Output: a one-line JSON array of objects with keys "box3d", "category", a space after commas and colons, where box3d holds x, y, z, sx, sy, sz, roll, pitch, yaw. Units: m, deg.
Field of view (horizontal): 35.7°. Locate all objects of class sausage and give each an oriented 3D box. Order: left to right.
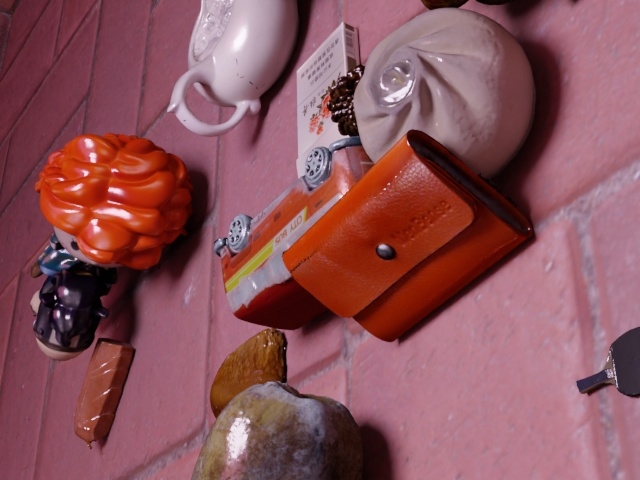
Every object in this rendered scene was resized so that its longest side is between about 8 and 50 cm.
[{"box3d": [-0.347, 0.242, 1.570, 0.065, 0.065, 0.169, 16, 88, 61], "category": "sausage"}]

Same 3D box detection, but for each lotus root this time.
[{"box3d": [-0.056, 0.292, 0.939, 0.140, 0.158, 0.322, 26, 102, 58], "category": "lotus root"}]

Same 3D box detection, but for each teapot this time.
[{"box3d": [-0.124, -0.280, 1.394, 0.208, 0.166, 0.299, -13, 52, 44], "category": "teapot"}]

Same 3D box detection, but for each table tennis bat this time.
[{"box3d": [0.221, 0.093, 0.724, 0.083, 0.007, 0.050, -39, 43, 43], "category": "table tennis bat"}]

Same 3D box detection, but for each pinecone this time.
[{"box3d": [0.044, -0.156, 1.106, 0.077, 0.077, 0.083, -52, 24, 32], "category": "pinecone"}]

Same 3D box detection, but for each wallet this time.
[{"box3d": [0.073, 0.004, 0.901, 0.204, 0.142, 0.045, -43, 13, 41], "category": "wallet"}]

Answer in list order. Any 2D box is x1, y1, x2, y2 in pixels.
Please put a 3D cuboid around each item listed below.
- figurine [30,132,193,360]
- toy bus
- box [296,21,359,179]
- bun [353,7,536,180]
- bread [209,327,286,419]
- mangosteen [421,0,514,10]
[{"box3d": [-0.354, 0.000, 1.552, 0.411, 0.241, 0.306, -56, 10, 28], "category": "figurine"}, {"box3d": [0.000, 0.000, 1.055, 0.265, 0.121, 0.119, -37, 48, 43], "category": "toy bus"}, {"box3d": [0.010, -0.162, 1.214, 0.109, 0.029, 0.198, -40, 41, 44], "category": "box"}, {"box3d": [0.102, -0.129, 0.900, 0.173, 0.120, 0.172, -10, 74, 37], "category": "bun"}, {"box3d": [-0.090, 0.170, 1.183, 0.129, 0.044, 0.126, -36, 43, 51], "category": "bread"}, {"box3d": [0.140, -0.308, 0.927, 0.250, 0.211, 0.211, 54, 126, 19], "category": "mangosteen"}]
